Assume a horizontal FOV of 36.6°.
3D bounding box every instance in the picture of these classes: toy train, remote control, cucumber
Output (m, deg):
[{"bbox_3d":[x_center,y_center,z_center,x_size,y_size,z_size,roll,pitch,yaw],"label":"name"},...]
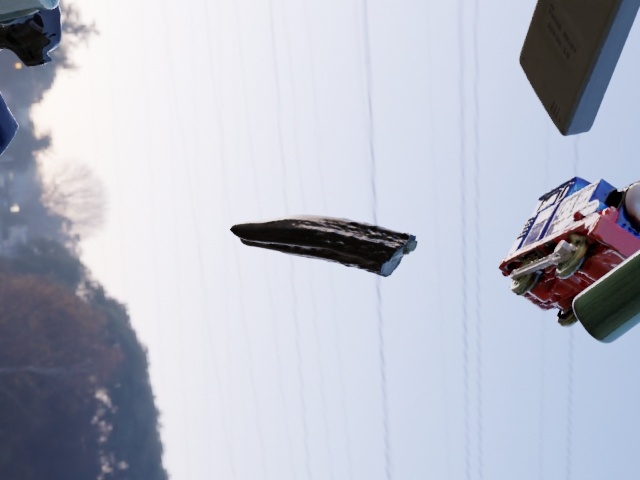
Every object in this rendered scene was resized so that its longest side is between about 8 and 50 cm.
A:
[{"bbox_3d":[0.237,0.002,0.848,0.082,0.131,0.204,35,-17,-4],"label":"toy train"},{"bbox_3d":[0.251,-0.231,0.885,0.285,0.038,0.123,97,-22,-52],"label":"remote control"},{"bbox_3d":[0.000,-0.002,0.667,0.033,0.134,0.034,33,72,-67],"label":"cucumber"}]

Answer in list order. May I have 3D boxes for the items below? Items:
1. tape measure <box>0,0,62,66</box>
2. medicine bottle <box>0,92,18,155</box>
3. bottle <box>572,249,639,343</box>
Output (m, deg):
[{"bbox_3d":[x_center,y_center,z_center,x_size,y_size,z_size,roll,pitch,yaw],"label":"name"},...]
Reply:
[{"bbox_3d":[-0.199,-0.219,0.441,0.235,0.115,0.207,51,32,-70],"label":"tape measure"},{"bbox_3d":[-0.333,-0.141,0.666,0.258,0.079,0.124,31,-23,16],"label":"medicine bottle"},{"bbox_3d":[0.169,0.019,0.493,0.083,0.030,0.030,-44,-128,31],"label":"bottle"}]
